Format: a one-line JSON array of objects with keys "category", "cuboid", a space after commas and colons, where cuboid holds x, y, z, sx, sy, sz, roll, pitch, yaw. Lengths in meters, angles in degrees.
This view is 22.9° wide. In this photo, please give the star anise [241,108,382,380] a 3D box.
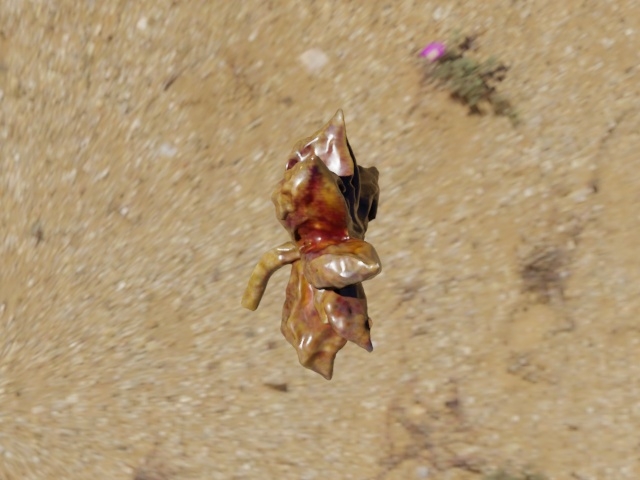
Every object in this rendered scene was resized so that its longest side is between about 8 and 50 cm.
[{"category": "star anise", "cuboid": [0.004, 0.000, 1.317, 0.111, 0.196, 0.212, 13, 77, -6]}]
